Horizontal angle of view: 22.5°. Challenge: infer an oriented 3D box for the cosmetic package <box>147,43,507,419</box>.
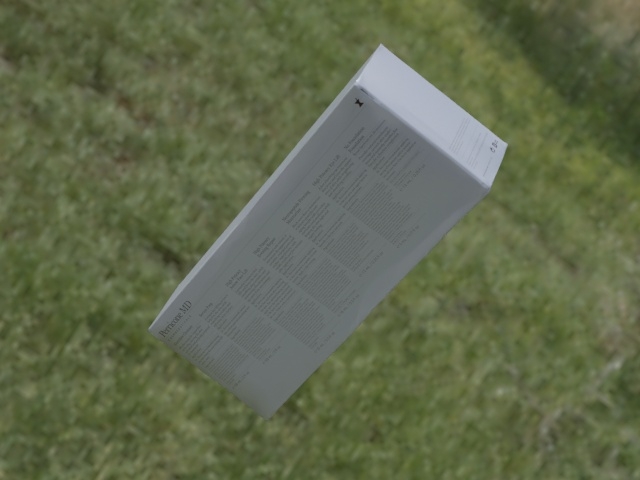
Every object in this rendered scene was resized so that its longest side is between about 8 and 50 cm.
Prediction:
[{"bbox_3d":[0.000,0.000,0.972,0.099,0.239,0.060,37,36,-8],"label":"cosmetic package"}]
